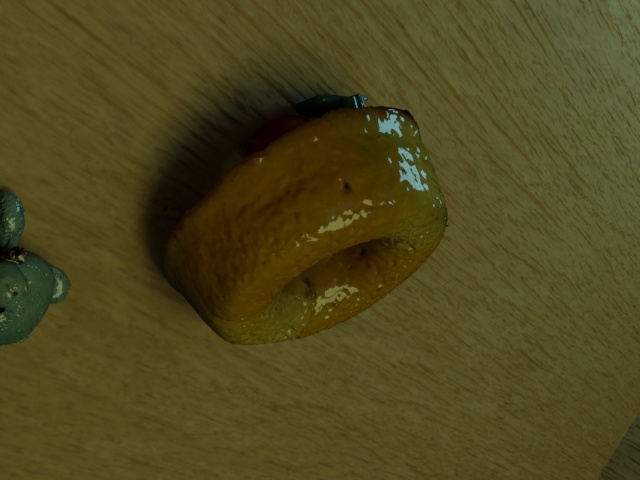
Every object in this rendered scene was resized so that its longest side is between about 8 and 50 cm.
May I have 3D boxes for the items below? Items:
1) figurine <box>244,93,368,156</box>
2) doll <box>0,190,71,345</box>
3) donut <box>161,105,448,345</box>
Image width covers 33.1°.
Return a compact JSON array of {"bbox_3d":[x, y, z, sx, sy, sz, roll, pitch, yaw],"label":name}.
[{"bbox_3d":[-0.011,-0.101,1.066,0.140,0.068,0.075,-23,99,-30],"label":"figurine"},{"bbox_3d":[-0.263,0.014,0.848,0.120,0.075,0.180,-39,140,-30],"label":"doll"},{"bbox_3d":[0.000,0.000,1.044,0.303,0.110,0.303,-28,159,-12],"label":"donut"}]
